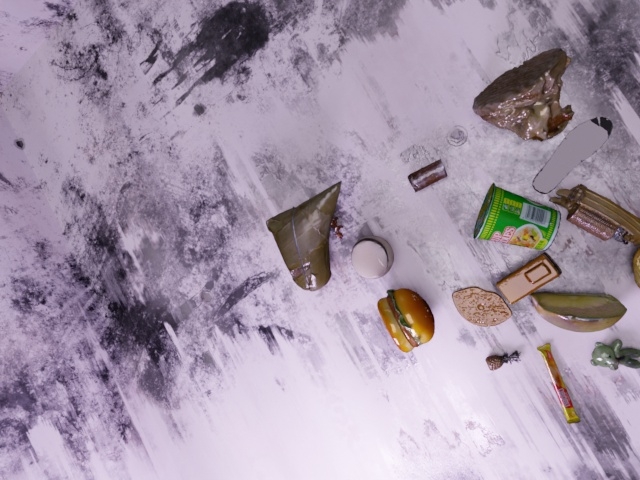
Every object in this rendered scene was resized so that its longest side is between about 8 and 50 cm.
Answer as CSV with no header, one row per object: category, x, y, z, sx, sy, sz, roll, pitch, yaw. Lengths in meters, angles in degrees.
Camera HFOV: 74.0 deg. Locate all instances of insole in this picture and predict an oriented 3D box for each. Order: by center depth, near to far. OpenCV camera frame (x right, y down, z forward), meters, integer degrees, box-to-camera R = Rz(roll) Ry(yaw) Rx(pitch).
insole,0.852,-0.288,1.447,0.110,0.012,0.310,40,108,13

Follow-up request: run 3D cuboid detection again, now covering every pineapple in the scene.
pineapple,0.676,0.438,1.568,0.124,0.058,0.058,-22,87,8

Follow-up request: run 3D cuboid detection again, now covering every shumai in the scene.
shumai,0.698,-0.442,1.428,0.314,0.267,0.262,-15,122,49

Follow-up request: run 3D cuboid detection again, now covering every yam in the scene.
yam,0.401,-0.241,1.594,0.141,0.079,0.079,-26,85,20

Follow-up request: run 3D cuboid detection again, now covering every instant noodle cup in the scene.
instant noodle cup,0.671,-0.070,1.450,0.232,0.207,0.207,17,101,13

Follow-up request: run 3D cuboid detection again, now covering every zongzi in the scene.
zongzi,0.000,0.000,1.699,0.392,0.174,0.356,-26,88,34

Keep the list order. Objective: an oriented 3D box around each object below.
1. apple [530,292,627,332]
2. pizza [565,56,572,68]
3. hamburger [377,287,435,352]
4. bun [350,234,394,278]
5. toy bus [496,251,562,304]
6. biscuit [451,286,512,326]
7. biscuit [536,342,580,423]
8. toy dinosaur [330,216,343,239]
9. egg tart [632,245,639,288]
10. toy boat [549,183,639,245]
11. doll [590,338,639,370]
apple,0.851,0.248,1.408,0.264,0.193,0.120,-1,105,20
pizza,0.797,-0.584,1.436,0.083,0.025,0.078,21,118,37
hamburger,0.330,0.285,1.586,0.169,0.246,0.246,-29,84,10
bun,0.209,0.062,1.674,0.172,0.119,0.173,5,101,27
toy bus,0.722,0.130,1.476,0.201,0.114,0.098,-39,73,21
biscuit,0.598,0.249,1.586,0.220,0.029,0.142,15,99,19
biscuit,0.847,0.509,1.515,0.048,0.026,0.292,-21,87,2
toy dinosaur,0.051,-0.069,1.763,0.055,0.049,0.154,-42,73,33
egg tart,1.098,0.085,1.342,0.212,0.090,0.213,3,97,23
toy boat,0.907,-0.074,1.393,0.310,0.089,0.115,36,77,10
doll,0.995,0.391,1.424,0.150,0.077,0.115,1,106,10
